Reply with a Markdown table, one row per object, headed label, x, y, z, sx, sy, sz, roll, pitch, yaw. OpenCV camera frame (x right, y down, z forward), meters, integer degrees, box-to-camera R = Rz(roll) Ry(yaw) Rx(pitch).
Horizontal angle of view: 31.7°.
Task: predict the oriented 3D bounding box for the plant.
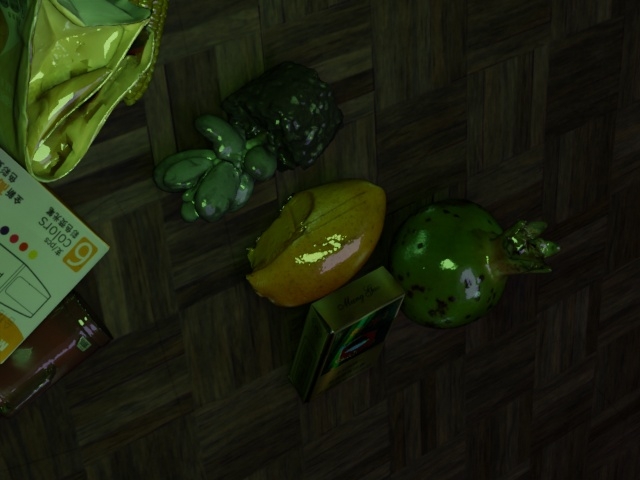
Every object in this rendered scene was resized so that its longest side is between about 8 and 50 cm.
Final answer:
| label | x | y | z | sx | sy | sz | roll | pitch | yaw |
| --- | --- | --- | --- | --- | --- | --- | --- | --- | --- |
| plant | -0.101 | -0.133 | 1.585 | 0.274 | 0.146 | 0.149 | -39 | 121 | -19 |

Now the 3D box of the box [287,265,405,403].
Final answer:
| label | x | y | z | sx | sy | sz | roll | pitch | yaw |
| --- | --- | --- | --- | --- | --- | --- | --- | --- | --- |
| box | 0.038 | 0.160 | 1.867 | 0.159 | 0.071 | 0.240 | -24 | 153 | -26 |

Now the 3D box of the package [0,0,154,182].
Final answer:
| label | x | y | z | sx | sy | sz | roll | pitch | yaw |
| --- | --- | --- | --- | --- | --- | --- | --- | --- | --- |
| package | -0.305 | -0.223 | 1.241 | 0.165 | 0.311 | 0.221 | -8 | 117 | -35 |

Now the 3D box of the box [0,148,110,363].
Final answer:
| label | x | y | z | sx | sy | sz | roll | pitch | yaw |
| --- | --- | --- | --- | --- | --- | --- | --- | --- | --- |
| box | -0.429 | -0.001 | 1.421 | 0.221 | 0.091 | 0.274 | -49 | 135 | -6 |

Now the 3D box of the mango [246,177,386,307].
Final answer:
| label | x | y | z | sx | sy | sz | roll | pitch | yaw |
| --- | --- | --- | --- | --- | --- | --- | --- | --- | --- |
| mango | 0.000 | 0.000 | 1.757 | 0.252 | 0.154 | 0.126 | -40 | 142 | 2 |

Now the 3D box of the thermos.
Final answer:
| label | x | y | z | sx | sy | sz | roll | pitch | yaw |
| --- | --- | --- | --- | --- | --- | --- | --- | --- | --- |
| thermos | -0.400 | 0.173 | 1.528 | 0.232 | 0.124 | 0.099 | -39 | 131 | -7 |

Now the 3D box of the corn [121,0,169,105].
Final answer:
| label | x | y | z | sx | sy | sz | roll | pitch | yaw |
| --- | --- | --- | --- | --- | --- | --- | --- | --- | --- |
| corn | -0.243 | -0.308 | 1.391 | 0.119 | 0.119 | 0.322 | 1 | 108 | -41 |

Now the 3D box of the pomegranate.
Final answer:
| label | x | y | z | sx | sy | sz | roll | pitch | yaw |
| --- | --- | --- | --- | --- | --- | --- | --- | --- | --- |
| pomegranate | 0.234 | 0.045 | 1.882 | 0.231 | 0.286 | 0.231 | -3 | 96 | -28 |
